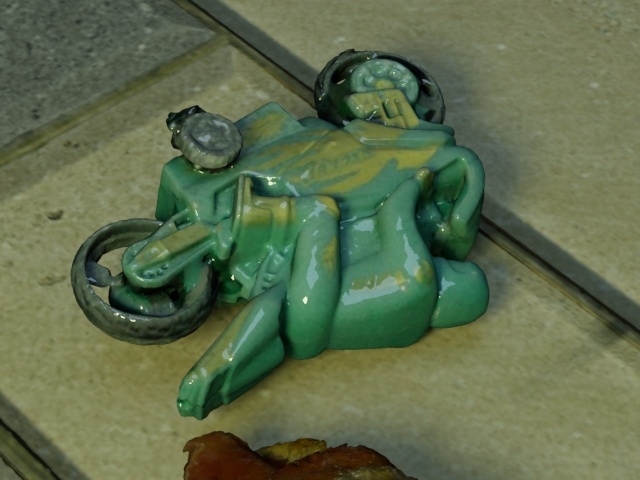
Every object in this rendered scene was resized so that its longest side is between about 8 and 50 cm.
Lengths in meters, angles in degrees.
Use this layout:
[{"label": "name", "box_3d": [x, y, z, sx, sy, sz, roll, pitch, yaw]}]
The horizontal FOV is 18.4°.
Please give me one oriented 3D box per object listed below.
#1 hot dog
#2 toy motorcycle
[{"label": "hot dog", "box_3d": [0.009, 0.163, 0.999, 0.213, 0.103, 0.146, 30, 51, 27]}, {"label": "toy motorcycle", "box_3d": [-0.001, 0.001, 1.177, 0.296, 0.109, 0.198, -32, 64, -32]}]
